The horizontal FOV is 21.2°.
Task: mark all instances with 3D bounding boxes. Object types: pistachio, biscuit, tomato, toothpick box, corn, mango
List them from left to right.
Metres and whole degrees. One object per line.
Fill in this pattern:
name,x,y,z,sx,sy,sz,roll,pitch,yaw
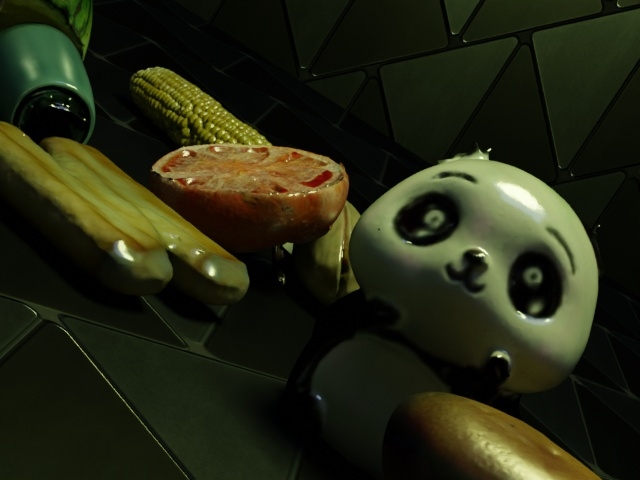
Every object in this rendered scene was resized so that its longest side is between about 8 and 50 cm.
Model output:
toothpick box,-0.315,-0.163,1.923,0.120,0.120,0.184,27,15,-29
biscuit,-0.225,-0.028,1.719,0.291,0.062,0.237,38,13,27
corn,-0.164,-0.155,2.404,0.097,0.097,0.320,20,15,-49
tomato,-0.086,-0.044,1.995,0.237,0.095,0.237,3,16,-1
pistachio,0.022,0.021,2.060,0.108,0.126,0.185,11,25,-8
mango,0.156,0.239,1.385,0.287,0.152,0.201,37,22,35

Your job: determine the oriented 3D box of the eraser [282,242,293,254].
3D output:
eraser,0.000,0.000,2.250,0.092,0.046,0.212,42,9,-6

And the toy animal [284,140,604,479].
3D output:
toy animal,0.122,0.073,1.603,0.251,0.310,0.251,32,12,-8

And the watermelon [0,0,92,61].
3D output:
watermelon,-0.413,-0.347,2.061,0.331,0.189,0.331,12,-22,5

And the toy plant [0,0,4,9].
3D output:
toy plant,-0.493,-0.306,1.790,0.247,0.247,0.332,24,11,-38

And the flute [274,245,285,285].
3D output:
flute,-0.052,0.018,2.147,0.014,0.014,0.269,31,11,-8
